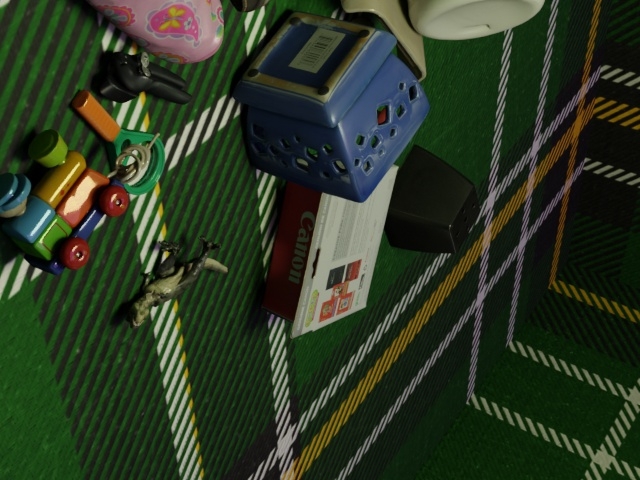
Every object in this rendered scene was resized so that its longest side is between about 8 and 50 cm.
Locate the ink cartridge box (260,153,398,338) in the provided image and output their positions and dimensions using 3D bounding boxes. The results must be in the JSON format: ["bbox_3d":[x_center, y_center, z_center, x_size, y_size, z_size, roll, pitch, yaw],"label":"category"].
[{"bbox_3d":[0.000,0.000,2.003,0.272,0.130,0.309,-19,126,-56],"label":"ink cartridge box"}]

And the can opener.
[{"bbox_3d":[-0.237,-0.225,1.465,0.186,0.073,0.059,-4,75,-65],"label":"can opener"}]

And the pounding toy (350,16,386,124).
[{"bbox_3d":[0.094,-0.285,1.980,0.183,0.110,0.236,3,108,-63],"label":"pounding toy"}]

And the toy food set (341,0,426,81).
[{"bbox_3d":[0.098,-0.426,1.839,0.306,0.092,0.219,35,48,-61],"label":"toy food set"}]

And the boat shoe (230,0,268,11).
[{"bbox_3d":[-0.148,-0.430,1.384,0.130,0.132,0.355,-28,149,-10],"label":"boat shoe"}]

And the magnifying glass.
[{"bbox_3d":[-0.281,-0.138,1.473,0.092,0.026,0.231,-61,156,-14],"label":"magnifying glass"}]

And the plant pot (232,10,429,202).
[{"bbox_3d":[0.011,-0.234,1.730,0.236,0.236,0.212,-55,146,-24],"label":"plant pot"}]

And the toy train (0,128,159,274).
[{"bbox_3d":[-0.318,-0.092,1.361,0.248,0.105,0.143,-57,139,-21],"label":"toy train"}]

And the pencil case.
[{"bbox_3d":[-0.225,-0.323,1.327,0.124,0.124,0.284,-66,155,-4],"label":"pencil case"}]

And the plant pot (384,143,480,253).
[{"bbox_3d":[0.259,-0.074,2.407,0.187,0.167,0.188,-58,154,-18],"label":"plant pot"}]

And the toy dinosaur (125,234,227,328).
[{"bbox_3d":[-0.223,0.049,1.692,0.268,0.064,0.118,-31,151,-52],"label":"toy dinosaur"}]

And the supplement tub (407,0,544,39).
[{"bbox_3d":[0.249,-0.535,1.819,0.235,0.236,0.324,9,72,-64],"label":"supplement tub"}]
